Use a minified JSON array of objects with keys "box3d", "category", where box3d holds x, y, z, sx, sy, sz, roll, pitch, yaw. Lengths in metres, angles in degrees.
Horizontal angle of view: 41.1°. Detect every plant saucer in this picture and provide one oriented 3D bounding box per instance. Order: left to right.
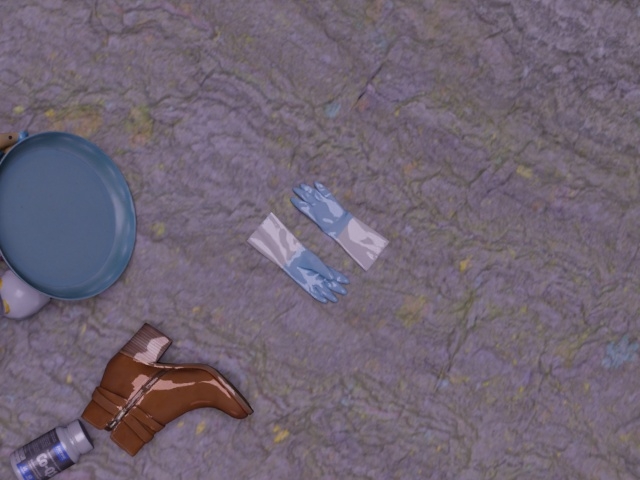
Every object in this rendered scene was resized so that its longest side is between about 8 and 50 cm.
[{"box3d":[-0.483,-0.044,1.595,0.317,0.043,0.318,16,69,-48],"category":"plant saucer"}]

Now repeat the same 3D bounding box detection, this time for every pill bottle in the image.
[{"box3d":[-0.498,0.395,1.590,0.137,0.078,0.078,-30,87,-12],"category":"pill bottle"}]

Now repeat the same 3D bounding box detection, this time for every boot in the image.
[{"box3d":[-0.291,0.317,1.618,0.283,0.109,0.220,34,77,-1],"category":"boot"}]

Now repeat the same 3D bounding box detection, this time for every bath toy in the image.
[{"box3d":[-0.576,-0.026,1.618,0.129,0.151,0.348,-13,88,-34],"category":"bath toy"}]

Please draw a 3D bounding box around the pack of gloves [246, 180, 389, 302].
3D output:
[{"box3d":[0.000,0.000,1.747,0.232,0.046,0.195,40,79,-2],"category":"pack of gloves"}]
